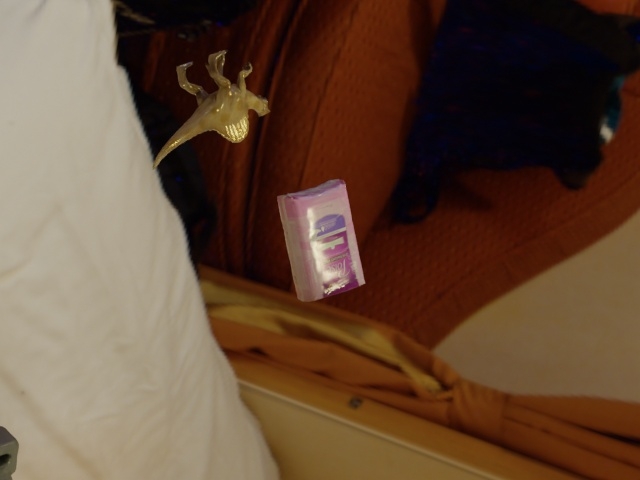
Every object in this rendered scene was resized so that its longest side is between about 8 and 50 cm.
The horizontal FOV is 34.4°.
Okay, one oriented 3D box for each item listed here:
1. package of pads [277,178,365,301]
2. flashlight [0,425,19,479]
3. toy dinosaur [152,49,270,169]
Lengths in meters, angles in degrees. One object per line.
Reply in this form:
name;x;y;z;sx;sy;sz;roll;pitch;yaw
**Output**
package of pads;0.000;0.000;0.763;0.050;0.032;0.083;-18;105;-29
flashlight;-0.286;0.173;0.492;0.304;0.103;0.103;-8;89;-58
toy dinosaur;-0.104;-0.139;1.034;0.183;0.053;0.092;-34;108;-48
